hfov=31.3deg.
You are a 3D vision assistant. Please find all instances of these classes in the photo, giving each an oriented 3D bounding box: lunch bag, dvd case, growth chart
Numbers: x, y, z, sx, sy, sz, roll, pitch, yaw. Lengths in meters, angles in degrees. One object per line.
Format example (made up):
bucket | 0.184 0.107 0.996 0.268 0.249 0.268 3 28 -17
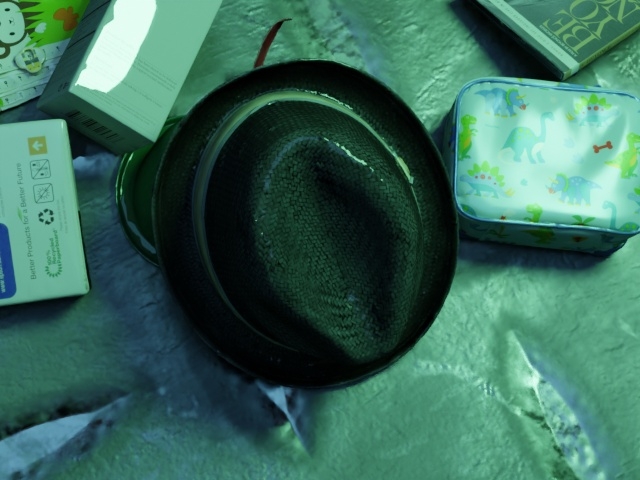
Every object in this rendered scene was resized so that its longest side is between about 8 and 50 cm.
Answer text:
lunch bag | 0.239 -0.082 1.213 0.218 0.090 0.176 5 74 -4
dvd case | 0.293 -0.286 1.284 0.221 0.018 0.164 -34 64 -19
growth chart | -0.323 -0.225 1.238 0.237 0.021 0.172 -32 80 -15

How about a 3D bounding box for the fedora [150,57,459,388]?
fedora | 0.000 0.000 1.069 0.333 0.152 0.334 -2 102 -11

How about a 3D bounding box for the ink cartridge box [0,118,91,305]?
ink cartridge box | -0.421 -0.011 1.115 0.370 0.069 0.176 -8 93 -11

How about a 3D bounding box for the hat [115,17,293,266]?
hat | -0.119 -0.087 1.130 0.172 0.183 0.209 0 73 -7

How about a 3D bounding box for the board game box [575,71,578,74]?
board game box | 0.281 -0.249 1.303 0.090 0.020 0.090 36 73 7

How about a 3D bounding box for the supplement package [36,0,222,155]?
supplement package | -0.197 -0.194 1.180 0.105 0.105 0.179 31 71 -25
